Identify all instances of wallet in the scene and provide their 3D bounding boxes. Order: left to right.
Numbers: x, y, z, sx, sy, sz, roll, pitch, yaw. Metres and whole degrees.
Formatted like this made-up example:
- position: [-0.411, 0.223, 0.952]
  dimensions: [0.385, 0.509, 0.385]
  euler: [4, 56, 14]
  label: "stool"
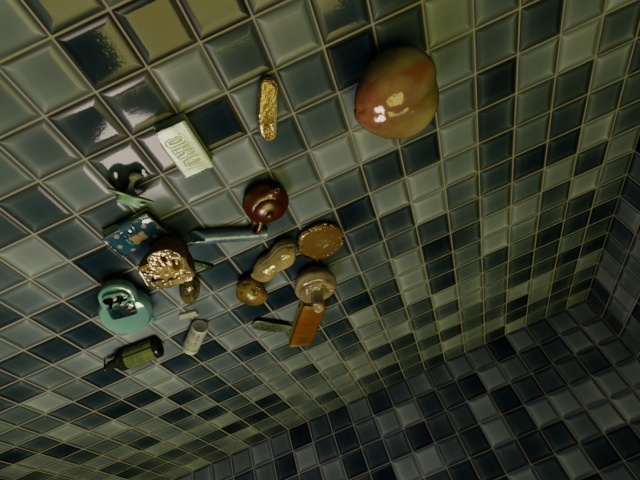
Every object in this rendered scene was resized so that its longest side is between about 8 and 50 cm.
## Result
- position: [-0.685, -0.026, 1.589]
  dimensions: [0.202, 0.059, 0.141]
  euler: [-26, 136, 5]
  label: "wallet"

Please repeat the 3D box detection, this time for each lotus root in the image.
- position: [-0.581, 0.057, 1.630]
  dimensions: [0.188, 0.180, 0.199]
  euler: [-13, 137, -2]
  label: "lotus root"
- position: [-0.570, 0.215, 1.868]
  dimensions: [0.080, 0.089, 0.179]
  euler: [23, 134, 6]
  label: "lotus root"

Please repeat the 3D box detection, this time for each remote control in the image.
- position: [-0.257, 0.449, 2.273]
  dimensions: [0.221, 0.042, 0.072]
  euler: [14, 126, -32]
  label: "remote control"

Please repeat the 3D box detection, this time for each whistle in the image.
- position: [-0.365, -0.021, 1.729]
  dimensions: [0.304, 0.062, 0.062]
  euler: [-4, 135, -19]
  label: "whistle"

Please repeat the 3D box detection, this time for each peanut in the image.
- position: [-0.198, 0.095, 1.882]
  dimensions: [0.123, 0.124, 0.256]
  euler: [26, 122, -40]
  label: "peanut"

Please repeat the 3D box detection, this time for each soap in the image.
- position: [-0.442, -0.305, 1.401]
  dimensions: [0.114, 0.063, 0.198]
  euler: [-24, 138, 4]
  label: "soap"

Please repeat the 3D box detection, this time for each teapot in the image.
- position: [-0.213, -0.115, 1.644]
  dimensions: [0.178, 0.135, 0.252]
  euler: [10, 128, -26]
  label: "teapot"

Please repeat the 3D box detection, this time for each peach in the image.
- position: [0.244, -0.465, 1.390]
  dimensions: [0.292, 0.247, 0.292]
  euler: [-32, 147, -24]
  label: "peach"

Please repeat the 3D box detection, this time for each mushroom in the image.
- position: [-0.019, 0.236, 2.028]
  dimensions: [0.207, 0.215, 0.207]
  euler: [-6, 136, -6]
  label: "mushroom"

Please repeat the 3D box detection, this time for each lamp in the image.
- position: [-0.810, 0.272, 1.775]
  dimensions: [0.209, 0.147, 0.284]
  euler: [-15, 146, -11]
  label: "lamp"

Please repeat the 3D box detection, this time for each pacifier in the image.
- position: [-0.630, -0.173, 1.450]
  dimensions: [0.150, 0.127, 0.117]
  euler: [16, 89, -2]
  label: "pacifier"

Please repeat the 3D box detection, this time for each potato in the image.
- position: [-0.315, 0.238, 1.971]
  dimensions: [0.137, 0.137, 0.176]
  euler: [-28, 135, 6]
  label: "potato"

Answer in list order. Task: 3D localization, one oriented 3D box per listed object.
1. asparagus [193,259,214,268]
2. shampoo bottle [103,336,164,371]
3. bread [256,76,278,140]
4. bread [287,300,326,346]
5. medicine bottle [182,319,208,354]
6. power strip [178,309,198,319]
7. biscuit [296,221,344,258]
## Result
- position: [-0.550, 0.083, 1.788]
  dimensions: [0.232, 0.023, 0.022]
  euler: [22, 78, -38]
  label: "asparagus"
- position: [-0.904, 0.559, 2.066]
  dimensions: [0.283, 0.101, 0.101]
  euler: [-21, 138, -3]
  label: "shampoo bottle"
- position: [-0.175, -0.428, 1.397]
  dimensions: [0.073, 0.053, 0.214]
  euler: [-11, 134, -19]
  label: "bread"
- position: [-0.075, 0.440, 2.314]
  dimensions: [0.138, 0.077, 0.361]
  euler: [0, 134, -21]
  label: "bread"
- position: [-0.616, 0.476, 2.115]
  dimensions: [0.086, 0.086, 0.183]
  euler: [9, 130, -30]
  label: "medicine bottle"
- position: [-0.625, 0.352, 2.035]
  dimensions: [0.090, 0.016, 0.040]
  euler: [-14, 138, -8]
  label: "power strip"
- position: [0.000, 0.000, 1.919]
  dimensions: [0.225, 0.042, 0.226]
  euler: [-11, 135, -11]
  label: "biscuit"
